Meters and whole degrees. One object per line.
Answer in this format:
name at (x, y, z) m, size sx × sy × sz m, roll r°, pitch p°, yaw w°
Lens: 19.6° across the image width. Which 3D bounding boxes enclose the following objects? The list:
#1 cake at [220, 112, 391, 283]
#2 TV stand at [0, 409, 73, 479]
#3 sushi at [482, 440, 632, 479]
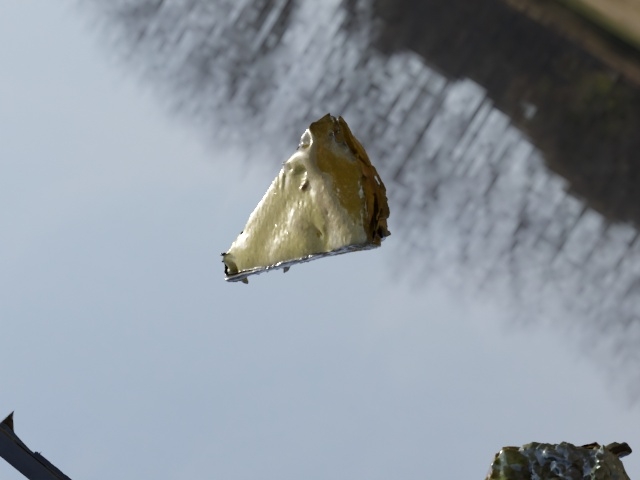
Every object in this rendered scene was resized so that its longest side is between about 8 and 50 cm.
cake at (0.003, 0.000, 1.364) m, size 0.080 × 0.185 × 0.116 m, roll -3°, pitch -131°, yaw -41°
TV stand at (-0.252, 0.282, 2.018) m, size 0.256 × 0.040 × 0.049 m, roll 39°, pitch -160°, yaw 1°
sushi at (0.246, 0.304, 1.909) m, size 0.184 × 0.274 × 0.139 m, roll -9°, pitch 143°, yaw 31°
